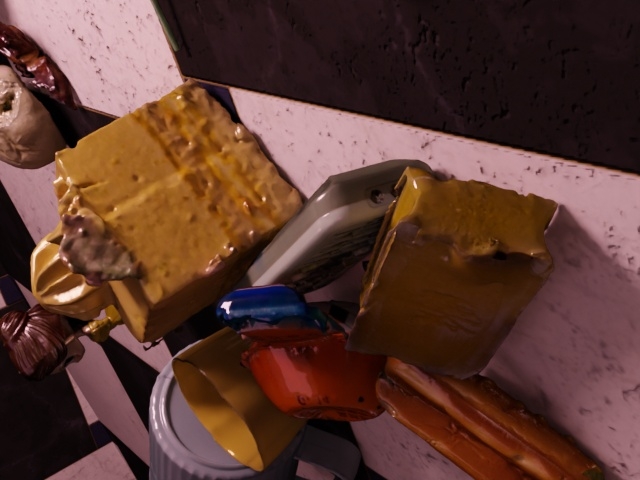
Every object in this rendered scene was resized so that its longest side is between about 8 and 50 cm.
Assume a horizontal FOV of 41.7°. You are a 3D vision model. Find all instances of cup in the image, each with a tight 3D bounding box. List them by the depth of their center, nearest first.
[{"bbox_3d":[-0.133,0.351,1.366,0.331,0.257,0.311,45,151,21],"label":"cup"}]

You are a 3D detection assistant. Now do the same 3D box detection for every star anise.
[{"bbox_3d":[-0.491,-0.305,1.393,0.212,0.053,0.157,46,173,-30],"label":"star anise"}]

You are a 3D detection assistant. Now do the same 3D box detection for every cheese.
[{"bbox_3d":[-0.004,0.126,0.949,0.217,0.129,0.329,-7,156,18],"label":"cheese"}]

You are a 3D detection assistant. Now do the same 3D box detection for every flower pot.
[{"bbox_3d":[-0.081,0.190,1.174,0.195,0.179,0.195,38,150,26],"label":"flower pot"}]

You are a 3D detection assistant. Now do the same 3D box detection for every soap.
[{"bbox_3d":[0.109,0.040,0.747,0.135,0.076,0.233,14,148,-1],"label":"soap"}]

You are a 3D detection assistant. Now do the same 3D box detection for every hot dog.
[{"bbox_3d":[0.173,0.202,0.864,0.269,0.072,0.115,37,125,9],"label":"hot dog"}]

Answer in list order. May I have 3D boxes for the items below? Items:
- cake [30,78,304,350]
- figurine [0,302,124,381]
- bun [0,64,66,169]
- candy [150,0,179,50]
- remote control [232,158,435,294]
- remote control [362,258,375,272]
[{"bbox_3d":[-0.207,-0.010,1.023,0.222,0.286,0.227,50,153,9],"label":"cake"},{"bbox_3d":[-0.371,0.129,1.419,0.187,0.315,0.168,21,138,48],"label":"figurine"},{"bbox_3d":[-0.551,-0.211,1.490,0.178,0.128,0.193,49,165,14],"label":"bun"},{"bbox_3d":[-0.207,-0.304,0.953,0.060,0.060,0.201,21,146,47],"label":"candy"},{"bbox_3d":[0.000,0.000,0.883,0.065,0.128,0.335,67,155,10],"label":"remote control"},{"bbox_3d":[0.080,0.031,0.895,0.039,0.014,0.096,29,160,-22],"label":"remote control"}]
